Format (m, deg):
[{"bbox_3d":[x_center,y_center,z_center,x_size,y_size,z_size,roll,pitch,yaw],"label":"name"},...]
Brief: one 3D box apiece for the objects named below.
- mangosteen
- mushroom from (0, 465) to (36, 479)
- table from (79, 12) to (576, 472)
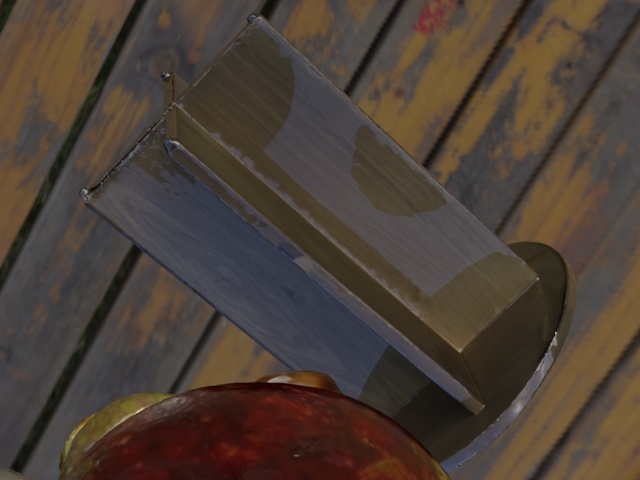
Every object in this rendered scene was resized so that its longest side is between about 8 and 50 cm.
[{"bbox_3d":[-0.032,0.119,0.421,0.156,0.181,0.145,-8,87,-32],"label":"mangosteen"},{"bbox_3d":[-0.221,0.172,0.703,0.154,0.137,0.407,1,157,26],"label":"mushroom"},{"bbox_3d":[0.000,0.000,0.705,0.227,0.167,0.167,41,107,-19],"label":"table"}]
